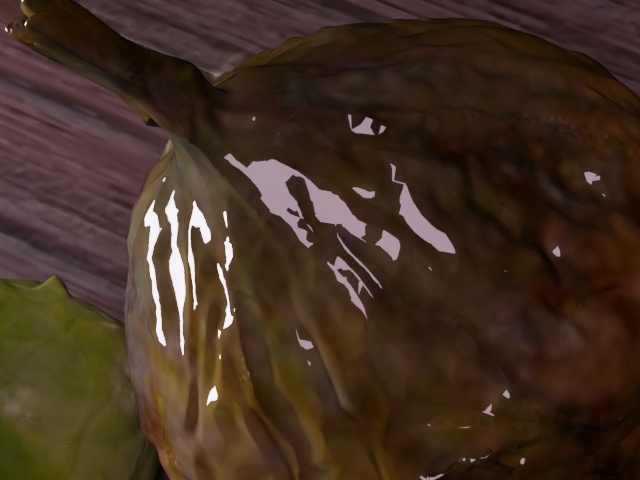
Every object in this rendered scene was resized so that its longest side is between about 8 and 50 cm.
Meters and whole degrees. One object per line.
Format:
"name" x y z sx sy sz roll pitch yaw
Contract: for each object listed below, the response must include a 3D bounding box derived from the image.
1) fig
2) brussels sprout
"fig" 0.000 0.000 0.827 0.286 0.369 0.286 -16 59 28
"brussels sprout" -0.161 0.090 0.978 0.149 0.122 0.151 -45 70 2
